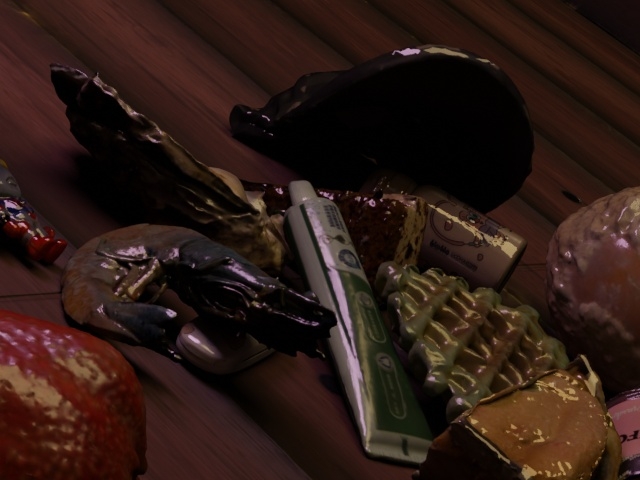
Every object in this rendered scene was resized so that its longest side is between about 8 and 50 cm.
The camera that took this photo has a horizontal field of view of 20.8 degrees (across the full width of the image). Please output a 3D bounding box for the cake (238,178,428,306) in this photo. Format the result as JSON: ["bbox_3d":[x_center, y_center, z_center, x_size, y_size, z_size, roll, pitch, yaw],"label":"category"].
[{"bbox_3d":[-0.010,0.004,1.979,0.246,0.135,0.112,6,0,25],"label":"cake"}]

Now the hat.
[{"bbox_3d":[0.110,-0.167,2.189,0.366,0.382,0.257,26,46,-18],"label":"hat"}]

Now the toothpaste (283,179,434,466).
[{"bbox_3d":[0.029,0.077,1.793,0.098,0.061,0.392,15,39,-34],"label":"toothpaste"}]

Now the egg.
[{"bbox_3d":[0.410,0.065,2.075,0.310,0.279,0.279,26,20,-24],"label":"egg"}]

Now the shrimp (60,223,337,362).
[{"bbox_3d":[-0.128,0.053,1.604,0.289,0.075,0.178,30,40,31],"label":"shrimp"}]

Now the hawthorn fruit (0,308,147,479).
[{"bbox_3d":[-0.243,0.135,1.162,0.253,0.205,0.205,21,22,-8],"label":"hawthorn fruit"}]

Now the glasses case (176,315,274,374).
[{"bbox_3d":[-0.080,0.090,1.684,0.063,0.041,0.164,32,23,18],"label":"glasses case"}]

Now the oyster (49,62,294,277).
[{"bbox_3d":[-0.170,-0.073,1.857,0.271,0.100,0.275,44,8,38],"label":"oyster"}]

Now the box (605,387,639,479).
[{"bbox_3d":[0.323,0.230,1.692,0.151,0.151,0.135,24,36,-13],"label":"box"}]

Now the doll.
[{"bbox_3d":[-0.321,-0.052,1.679,0.194,0.062,0.104,44,25,18],"label":"doll"}]

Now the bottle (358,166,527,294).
[{"bbox_3d":[0.140,-0.010,2.130,0.209,0.097,0.110,32,-16,10],"label":"bottle"}]

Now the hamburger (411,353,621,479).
[{"bbox_3d":[0.202,0.209,1.603,0.155,0.135,0.207,42,40,17],"label":"hamburger"}]

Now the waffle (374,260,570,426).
[{"bbox_3d":[0.191,0.141,1.835,0.309,0.056,0.292,21,31,-42],"label":"waffle"}]
